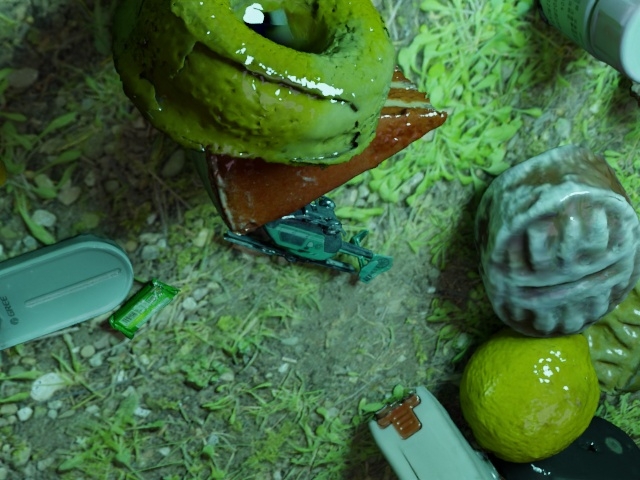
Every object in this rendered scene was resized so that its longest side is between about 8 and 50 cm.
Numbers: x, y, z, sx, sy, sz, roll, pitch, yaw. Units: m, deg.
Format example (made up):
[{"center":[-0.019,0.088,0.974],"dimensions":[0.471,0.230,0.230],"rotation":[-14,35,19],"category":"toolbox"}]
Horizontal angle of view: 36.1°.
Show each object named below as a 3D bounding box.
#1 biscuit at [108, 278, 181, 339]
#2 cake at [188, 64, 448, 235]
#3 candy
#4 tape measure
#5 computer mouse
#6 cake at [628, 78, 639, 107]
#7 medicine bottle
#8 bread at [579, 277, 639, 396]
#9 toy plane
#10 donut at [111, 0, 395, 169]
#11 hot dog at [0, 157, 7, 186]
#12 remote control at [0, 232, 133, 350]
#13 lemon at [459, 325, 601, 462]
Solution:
[{"center":[-0.216,0.081,1.202],"dimensions":[0.089,0.016,0.046],"rotation":[-41,133,9],"category":"biscuit"},{"center":[-0.025,-0.152,1.023],"dimensions":[0.262,0.158,0.159],"rotation":[-29,133,-5],"category":"cake"},{"center":[0.312,0.004,1.302],"dimensions":[0.214,0.157,0.289],"rotation":[-13,138,3],"category":"candy"},{"center":[0.205,0.368,1.469],"dimensions":[0.130,0.258,0.265],"rotation":[-37,148,3],"category":"tape measure"},{"center":[0.394,0.364,1.595],"dimensions":[0.323,0.183,0.116],"rotation":[11,120,-30],"category":"computer mouse"},{"center":[0.452,-0.282,1.204],"dimensions":[0.098,0.135,0.287],"rotation":[5,103,-22],"category":"cake"},{"center":[0.341,-0.263,1.100],"dimensions":[0.135,0.168,0.135],"rotation":[-13,130,-16],"category":"medicine bottle"},{"center":[0.485,0.111,1.484],"dimensions":[0.152,0.130,0.267],"rotation":[14,118,-22],"category":"bread"},{"center":[0.000,0.000,1.215],"dimensions":[0.235,0.060,0.096],"rotation":[18,123,-31],"category":"toy plane"},{"center":[-0.047,-0.188,0.907],"dimensions":[0.272,0.272,0.107],"rotation":[2,148,-27],"category":"donut"},{"center":[-0.384,-0.096,0.968],"dimensions":[0.071,0.045,0.165],"rotation":[-36,133,7],"category":"hot dog"},{"center":[-0.334,0.063,1.109],"dimensions":[0.247,0.052,0.104],"rotation":[-19,129,-11],"category":"remote control"},{"center":[0.303,0.219,1.436],"dimensions":[0.192,0.192,0.231],"rotation":[26,109,-37],"category":"lemon"}]
